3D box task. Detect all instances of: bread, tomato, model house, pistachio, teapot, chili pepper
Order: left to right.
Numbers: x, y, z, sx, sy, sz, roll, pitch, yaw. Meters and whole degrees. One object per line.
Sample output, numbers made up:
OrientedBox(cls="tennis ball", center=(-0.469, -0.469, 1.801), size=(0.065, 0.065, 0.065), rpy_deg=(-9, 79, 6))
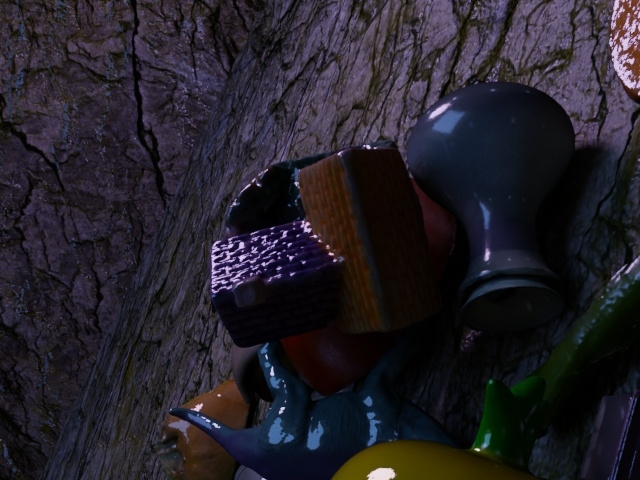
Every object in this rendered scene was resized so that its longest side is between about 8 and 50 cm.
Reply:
OrientedBox(cls="bread", center=(-0.218, 0.341, 1.839), size=(0.174, 0.133, 0.252), rpy_deg=(-33, 39, 62))
OrientedBox(cls="pistachio", center=(-0.058, 0.149, 1.619), size=(0.153, 0.137, 0.238), rpy_deg=(-55, -16, -82))
OrientedBox(cls="model house", center=(0.000, 0.000, 1.136), size=(0.237, 0.237, 0.202), rpy_deg=(-22, -77, -86))
OrientedBox(cls="tomato", center=(0.029, 0.035, 1.398), size=(0.338, 0.143, 0.338), rpy_deg=(-52, 14, 19))
OrientedBox(cls="teapot", center=(0.188, -0.037, 1.115), size=(0.183, 0.183, 0.251), rpy_deg=(-45, 39, 49))
OrientedBox(cls="chili pepper", center=(0.277, 0.059, 0.905), size=(0.359, 0.076, 0.085), rpy_deg=(-52, -1, 40))

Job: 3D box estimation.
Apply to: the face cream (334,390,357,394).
OrientedBox(cls="face cream", center=(0.064, 0.254, 1.201), size=(0.274, 0.154, 0.096), rpy_deg=(-141, 34, -74))

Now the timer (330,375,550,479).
OrientedBox(cls="timer", center=(0.122, 0.230, 0.825), size=(0.285, 0.285, 0.285), rpy_deg=(-54, 23, 35))

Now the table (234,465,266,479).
OrientedBox(cls="table", center=(-0.046, 0.385, 1.328), size=(0.126, 0.126, 0.220), rpy_deg=(-59, 19, 25))

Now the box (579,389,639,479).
OrientedBox(cls="box", center=(0.255, 0.168, 0.854), size=(0.063, 0.060, 0.085), rpy_deg=(157, 132, -75))

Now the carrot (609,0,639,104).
OrientedBox(cls="carrot", center=(0.375, -0.254, 0.943), size=(0.307, 0.100, 0.258), rpy_deg=(-63, 19, 20))

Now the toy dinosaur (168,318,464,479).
OrientedBox(cls="toy dinosaur", center=(0.015, 0.240, 1.085), size=(0.383, 0.129, 0.331), rpy_deg=(-17, 34, 8))
